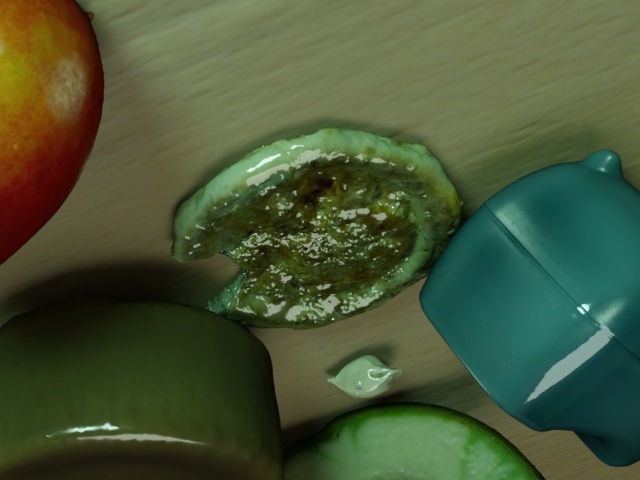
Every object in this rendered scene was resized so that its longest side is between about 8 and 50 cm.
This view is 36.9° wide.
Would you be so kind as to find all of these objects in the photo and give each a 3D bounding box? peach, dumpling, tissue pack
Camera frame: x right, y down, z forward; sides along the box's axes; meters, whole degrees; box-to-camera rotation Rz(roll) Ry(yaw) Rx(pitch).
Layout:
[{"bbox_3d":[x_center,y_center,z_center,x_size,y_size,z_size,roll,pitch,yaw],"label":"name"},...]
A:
[{"bbox_3d":[-0.236,-0.074,0.575,0.190,0.226,0.196,39,162,-10],"label":"peach"},{"bbox_3d":[0.051,0.143,0.998,0.077,0.043,0.059,-34,160,18],"label":"dumpling"},{"bbox_3d":[0.244,0.061,0.828,0.206,0.198,0.287,-47,135,14],"label":"tissue pack"}]

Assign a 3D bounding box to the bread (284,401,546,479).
[{"bbox_3d":[0.084,0.355,1.001,0.382,0.366,0.129,0,143,17],"label":"bread"}]

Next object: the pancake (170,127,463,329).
[{"bbox_3d":[0.000,0.000,0.808,0.254,0.037,0.253,-7,142,-6],"label":"pancake"}]

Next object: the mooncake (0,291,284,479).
[{"bbox_3d":[-0.176,0.162,0.849,0.285,0.155,0.284,-6,148,-4],"label":"mooncake"}]
